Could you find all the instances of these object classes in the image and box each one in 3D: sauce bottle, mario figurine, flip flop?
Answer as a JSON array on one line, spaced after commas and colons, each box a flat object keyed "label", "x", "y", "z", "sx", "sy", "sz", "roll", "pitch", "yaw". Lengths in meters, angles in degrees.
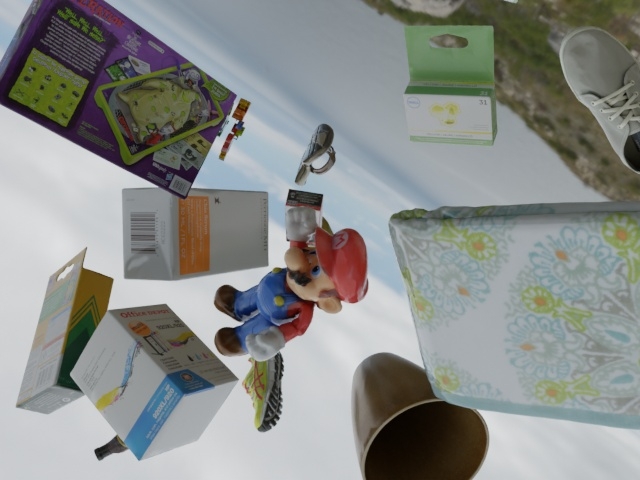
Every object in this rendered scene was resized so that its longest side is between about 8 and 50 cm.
[{"label": "sauce bottle", "x": -0.380, "y": 0.392, "z": 1.321, "sx": 0.042, "sy": 0.128, "sz": 0.042, "roll": 56, "pitch": 164, "yaw": 24}, {"label": "mario figurine", "x": -0.066, "y": 0.067, "z": 1.086, "sx": 0.198, "sy": 0.321, "sz": 0.170, "roll": 61, "pitch": -149, "yaw": 5}, {"label": "flip flop", "x": -0.004, "y": -0.208, "z": 1.725, "sx": 0.080, "sy": 0.112, "sz": 0.277, "roll": 23, "pitch": 157, "yaw": -6}]

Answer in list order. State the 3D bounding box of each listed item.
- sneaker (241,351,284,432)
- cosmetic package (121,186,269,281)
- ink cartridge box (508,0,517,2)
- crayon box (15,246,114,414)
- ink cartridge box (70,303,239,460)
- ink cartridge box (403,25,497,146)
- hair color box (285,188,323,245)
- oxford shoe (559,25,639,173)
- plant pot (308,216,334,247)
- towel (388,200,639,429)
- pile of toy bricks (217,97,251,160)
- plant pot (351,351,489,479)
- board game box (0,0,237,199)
[{"label": "sneaker", "x": -0.142, "y": 0.355, "z": 1.581, "sx": 0.081, "sy": 0.094, "sz": 0.208, "roll": 68, "pitch": -161, "yaw": -45}, {"label": "cosmetic package", "x": -0.314, "y": -0.024, "z": 1.787, "sx": 0.162, "sy": 0.229, "sz": 0.453, "roll": 1, "pitch": -177, "yaw": 25}, {"label": "ink cartridge box", "x": 0.354, "y": -0.570, "z": 1.267, "sx": 0.109, "sy": 0.209, "sz": 0.062, "roll": 16, "pitch": -174, "yaw": 4}, {"label": "crayon box", "x": -0.559, "y": 0.200, "z": 1.488, "sx": 0.083, "sy": 0.203, "sz": 0.322, "roll": 26, "pitch": -129, "yaw": -35}, {"label": "ink cartridge box", "x": -0.315, "y": 0.258, "z": 1.273, "sx": 0.233, "sy": 0.168, "sz": 0.171, "roll": 40, "pitch": -164, "yaw": 23}, {"label": "ink cartridge box", "x": 0.243, "y": -0.288, "z": 1.272, "sx": 0.171, "sy": 0.056, "sz": 0.235, "roll": 8, "pitch": 141, "yaw": 23}, {"label": "hair color box", "x": -0.033, "y": -0.044, "z": 1.350, "sx": 0.072, "sy": 0.043, "sz": 0.141, "roll": 9, "pitch": 150, "yaw": 4}, {"label": "oxford shoe", "x": 0.772, "y": -0.354, "z": 1.729, "sx": 0.449, "sy": 0.169, "sz": 0.130, "roll": 53, "pitch": -156, "yaw": -16}, {"label": "plant pot", "x": 0.000, "y": 0.000, "z": 1.631, "sx": 0.081, "sy": 0.082, "sz": 0.083, "roll": 62, "pitch": 172, "yaw": -16}, {"label": "towel", "x": 0.298, "y": 0.100, "z": 0.934, "sx": 0.375, "sy": 0.320, "sz": 0.090, "roll": -1, "pitch": -155, "yaw": 33}, {"label": "pile of toy bricks", "x": -0.252, "y": -0.329, "z": 1.781, "sx": 0.118, "sy": 0.212, "sz": 0.105, "roll": 24, "pitch": 148, "yaw": -7}, {"label": "plant pot", "x": 0.155, "y": 0.326, "z": 1.272, "sx": 0.237, "sy": 0.237, "sz": 0.254, "roll": 32, "pitch": -169, "yaw": -24}, {"label": "board game box", "x": -0.306, "y": -0.226, "z": 1.044, "sx": 0.347, "sy": 0.208, "sz": 0.056, "roll": 30, "pitch": 177, "yaw": -44}]
